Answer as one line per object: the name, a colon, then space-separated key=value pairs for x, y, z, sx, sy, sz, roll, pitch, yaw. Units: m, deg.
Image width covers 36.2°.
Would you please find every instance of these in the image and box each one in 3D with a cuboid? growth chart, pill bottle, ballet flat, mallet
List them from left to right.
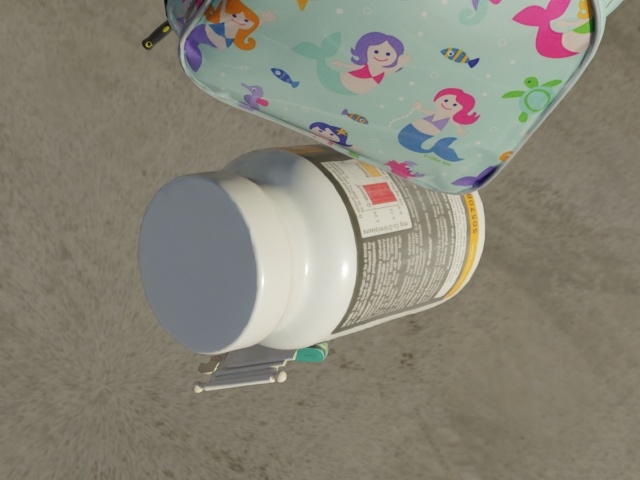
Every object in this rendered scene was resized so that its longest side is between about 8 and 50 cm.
mallet: x=-0.195 y=-0.304 z=1.374 sx=0.062 sy=0.189 sz=0.039 roll=38 pitch=58 yaw=-14
growth chart: x=-0.072 y=0.133 z=1.396 sx=0.237 sy=0.171 sz=0.021 roll=-53 pitch=126 yaw=-45
ballet flat: x=-0.079 y=0.173 z=1.662 sx=0.188 sy=0.070 sz=0.070 roll=4 pitch=81 yaw=5
pill bottle: x=0.000 y=0.000 z=0.802 sx=0.278 sy=0.162 sz=0.162 roll=-10 pitch=83 yaw=-49

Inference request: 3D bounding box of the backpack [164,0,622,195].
backpack: x=0.052 y=-0.162 z=0.484 sx=0.225 sy=0.253 sz=0.191 roll=22 pitch=44 yaw=-15
